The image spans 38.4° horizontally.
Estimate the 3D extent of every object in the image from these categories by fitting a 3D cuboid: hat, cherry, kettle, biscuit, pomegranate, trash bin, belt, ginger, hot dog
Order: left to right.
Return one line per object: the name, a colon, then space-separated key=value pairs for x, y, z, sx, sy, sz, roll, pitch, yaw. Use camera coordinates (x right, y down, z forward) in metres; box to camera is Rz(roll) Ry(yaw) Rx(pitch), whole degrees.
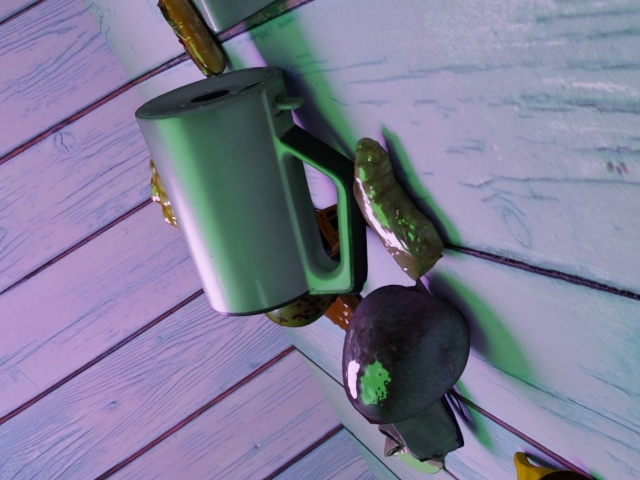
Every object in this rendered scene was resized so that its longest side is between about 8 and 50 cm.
hot dog: x=-0.265 y=-0.424 z=1.822 sx=0.236 sy=0.062 sz=0.092 roll=57 pitch=172 yaw=4
trash bin: x=-0.127 y=-0.369 z=1.244 sx=0.059 sy=0.116 sz=0.130 roll=47 pitch=166 yaw=46
kettle: x=-0.090 y=-0.081 z=1.540 sx=0.361 sy=0.250 sz=0.377 roll=-3 pitch=115 yaw=28
pomegranate: x=-0.076 y=0.078 z=1.936 sx=0.248 sy=0.202 sz=0.202 roll=18 pitch=156 yaw=13
biscuit: x=0.024 y=0.097 z=2.090 sx=0.301 sy=0.043 sz=0.278 roll=61 pitch=167 yaw=-10
ginger: x=0.097 y=-0.045 z=1.312 sx=0.213 sy=0.074 sz=0.137 roll=54 pitch=160 yaw=-7
cherry: x=0.133 y=0.168 z=1.446 sx=0.183 sy=0.266 sz=0.213 roll=22 pitch=179 yaw=-15
hat: x=0.233 y=0.497 z=2.316 sx=0.173 sy=0.144 sz=0.166 roll=6 pitch=148 yaw=13
belt: x=0.199 y=0.316 z=1.766 sx=0.230 sy=0.126 sz=0.140 roll=61 pitch=-168 yaw=-25

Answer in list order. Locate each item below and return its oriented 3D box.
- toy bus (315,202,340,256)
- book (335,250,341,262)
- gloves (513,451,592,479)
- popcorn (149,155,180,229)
toy bus: x=0.000 y=0.000 z=1.751 sx=0.083 sy=0.088 sz=0.194 roll=58 pitch=158 yaw=6
book: x=0.044 y=0.012 z=1.845 sx=0.127 sy=0.014 sz=0.182 roll=55 pitch=168 yaw=10
gloves: x=0.360 y=0.408 z=1.457 sx=0.294 sy=0.116 sz=0.133 roll=71 pitch=-168 yaw=-81
popcorn: x=-0.204 y=-0.131 z=1.866 sx=0.274 sy=0.279 sz=0.335 roll=-7 pitch=105 yaw=57
